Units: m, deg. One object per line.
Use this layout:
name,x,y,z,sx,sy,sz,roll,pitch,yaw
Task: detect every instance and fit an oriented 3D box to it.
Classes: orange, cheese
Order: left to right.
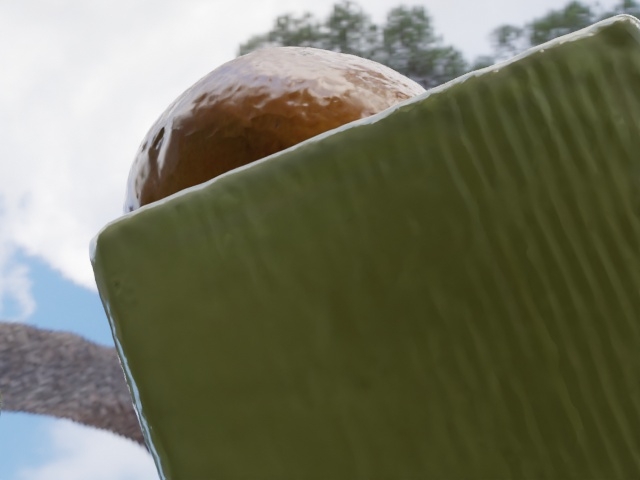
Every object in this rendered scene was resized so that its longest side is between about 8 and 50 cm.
orange,0.000,0.000,0.772,0.224,0.170,0.224,27,-44,29
cheese,0.066,0.083,0.549,0.242,0.124,0.265,-21,-100,2
